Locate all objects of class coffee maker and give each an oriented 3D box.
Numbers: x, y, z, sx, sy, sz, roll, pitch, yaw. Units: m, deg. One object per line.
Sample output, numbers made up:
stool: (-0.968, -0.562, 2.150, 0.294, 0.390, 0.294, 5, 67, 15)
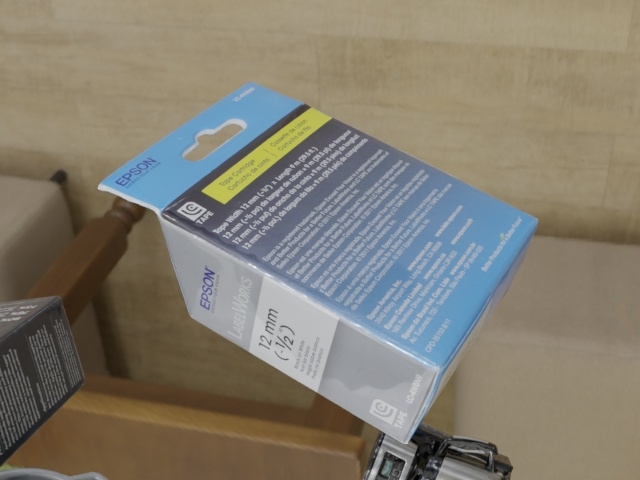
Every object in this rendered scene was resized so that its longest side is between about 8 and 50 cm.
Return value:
coffee maker: (0.153, 0.311, 1.142, 0.178, 0.120, 0.171, 22, 165, 12)

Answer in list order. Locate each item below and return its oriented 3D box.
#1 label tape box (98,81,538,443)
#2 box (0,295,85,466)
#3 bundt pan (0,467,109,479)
label tape box: (0.000, 0.000, 0.828, 0.348, 0.249, 0.115, 27, 132, 17)
box: (-0.356, 0.145, 0.845, 0.153, 0.207, 0.108, -7, 106, 16)
bundt pan: (-0.220, 0.332, 0.636, 0.331, 0.331, 0.124, 18, 116, 5)
